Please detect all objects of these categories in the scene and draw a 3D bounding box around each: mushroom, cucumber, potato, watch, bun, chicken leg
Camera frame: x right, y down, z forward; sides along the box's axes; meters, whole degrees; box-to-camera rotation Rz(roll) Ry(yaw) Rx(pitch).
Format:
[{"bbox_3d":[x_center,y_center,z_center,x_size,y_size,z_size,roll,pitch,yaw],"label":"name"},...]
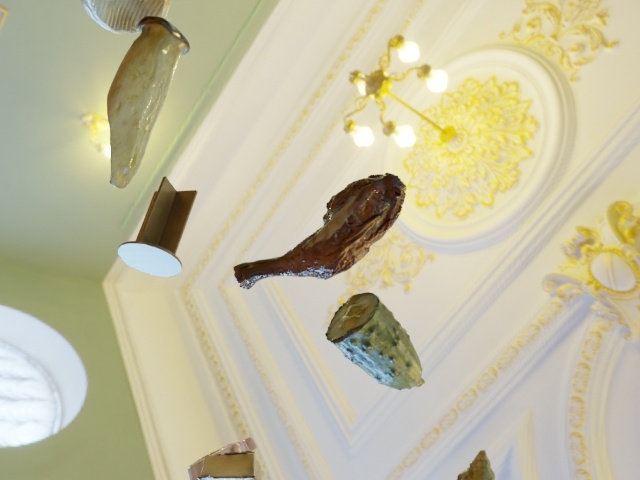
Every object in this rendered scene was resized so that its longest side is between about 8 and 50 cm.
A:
[{"bbox_3d":[-0.358,-0.267,1.151,0.334,0.107,0.087,-64,-159,8],"label":"mushroom"},{"bbox_3d":[0.130,0.220,1.184,0.134,0.244,0.134,-38,-158,18],"label":"cucumber"},{"bbox_3d":[-0.187,0.485,1.238,0.122,0.086,0.061,-4,-139,6],"label":"potato"},{"bbox_3d":[-0.228,0.662,1.577,0.231,0.196,0.244,60,-31,13],"label":"watch"},{"bbox_3d":[-0.377,-0.494,1.147,0.183,0.183,0.102,-37,-127,31],"label":"bun"},{"bbox_3d":[0.000,0.000,1.200,0.406,0.096,0.158,-33,-126,8],"label":"chicken leg"}]

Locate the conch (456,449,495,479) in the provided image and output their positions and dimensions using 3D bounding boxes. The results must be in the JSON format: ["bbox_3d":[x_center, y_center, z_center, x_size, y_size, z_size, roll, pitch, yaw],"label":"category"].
[{"bbox_3d":[0.278,0.590,1.108,0.169,0.203,0.387,150,-51,-66],"label":"conch"}]

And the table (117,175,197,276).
[{"bbox_3d":[-0.413,-0.042,1.566,0.167,0.167,0.227,-19,-133,41],"label":"table"}]
